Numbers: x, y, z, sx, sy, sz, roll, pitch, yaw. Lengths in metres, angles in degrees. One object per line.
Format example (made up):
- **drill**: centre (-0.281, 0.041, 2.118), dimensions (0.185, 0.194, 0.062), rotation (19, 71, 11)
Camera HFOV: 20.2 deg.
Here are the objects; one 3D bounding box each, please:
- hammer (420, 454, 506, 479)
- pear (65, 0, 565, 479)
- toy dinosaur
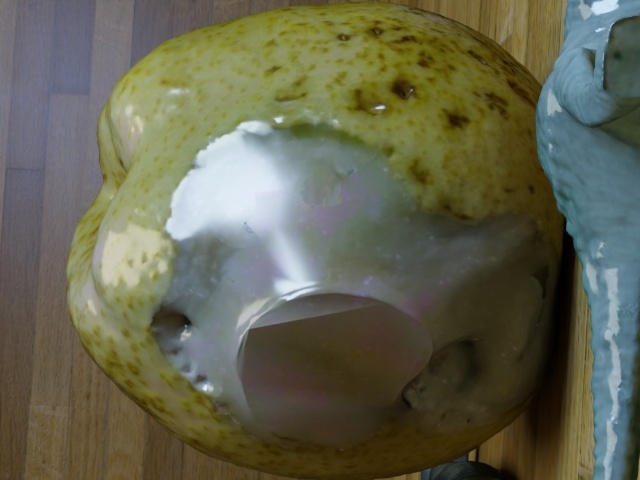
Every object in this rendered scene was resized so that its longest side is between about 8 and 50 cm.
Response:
- **hammer**: centre (0.087, 0.163, 1.094), dimensions (0.226, 0.041, 0.159), rotation (112, 160, -86)
- **pear**: centre (0.000, 0.000, 0.942), dimensions (0.271, 0.271, 0.271), rotation (-176, 90, -88)
- **toy dinosaur**: centre (0.102, 0.006, 0.561), dimensions (0.129, 0.076, 0.383), rotation (79, -164, -71)
